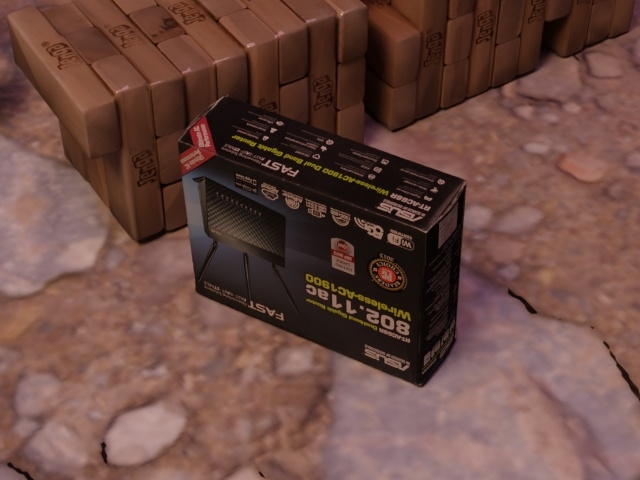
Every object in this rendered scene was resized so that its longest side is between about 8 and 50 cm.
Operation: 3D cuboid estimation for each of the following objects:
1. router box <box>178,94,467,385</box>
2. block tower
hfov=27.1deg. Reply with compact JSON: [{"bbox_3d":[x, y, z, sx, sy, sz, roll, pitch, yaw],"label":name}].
[{"bbox_3d":[0.000,0.000,0.572,0.122,0.092,0.038,21,48,23],"label":"router box"},{"bbox_3d":[0.014,-0.112,0.693,0.335,0.097,0.091,-23,47,-24],"label":"block tower"}]
